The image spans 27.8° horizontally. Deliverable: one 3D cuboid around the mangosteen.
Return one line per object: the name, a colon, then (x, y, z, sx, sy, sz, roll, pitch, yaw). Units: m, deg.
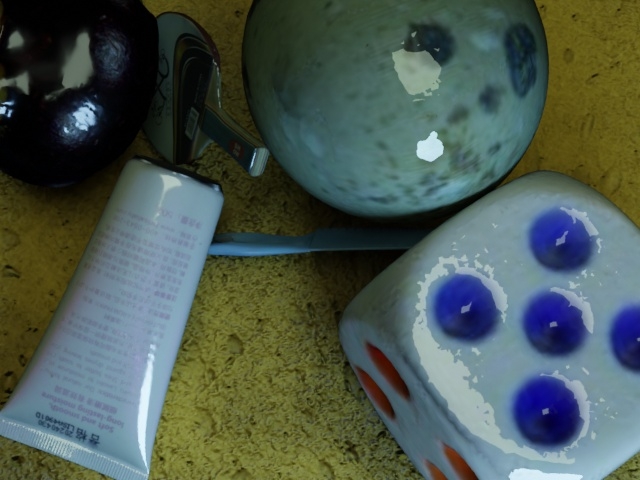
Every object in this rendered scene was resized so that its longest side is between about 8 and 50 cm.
mangosteen: (-0.331, -0.200, 1.499, 0.287, 0.233, 0.288, 2, 78, -7)

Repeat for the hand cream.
hand cream: (-0.221, 0.081, 1.465, 0.185, 0.118, 0.359, 21, 87, -1)

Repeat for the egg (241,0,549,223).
egg: (0.086, -0.193, 1.446, 0.345, 0.428, 0.345, -4, 113, -10)

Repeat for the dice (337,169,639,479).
dice: (0.222, 0.123, 1.417, 0.304, 0.277, 0.304, -34, 78, -14)

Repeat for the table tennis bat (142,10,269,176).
table tennis bat: (-0.144, -0.156, 1.500, 0.022, 0.173, 0.301, -2, 31, -35)

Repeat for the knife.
knife: (0.000, 0.000, 1.503, 0.313, 0.019, 0.044, -1, 41, 22)

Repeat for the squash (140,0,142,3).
squash: (-0.274, -0.353, 1.651, 0.052, 0.052, 0.183, -21, 71, -13)
